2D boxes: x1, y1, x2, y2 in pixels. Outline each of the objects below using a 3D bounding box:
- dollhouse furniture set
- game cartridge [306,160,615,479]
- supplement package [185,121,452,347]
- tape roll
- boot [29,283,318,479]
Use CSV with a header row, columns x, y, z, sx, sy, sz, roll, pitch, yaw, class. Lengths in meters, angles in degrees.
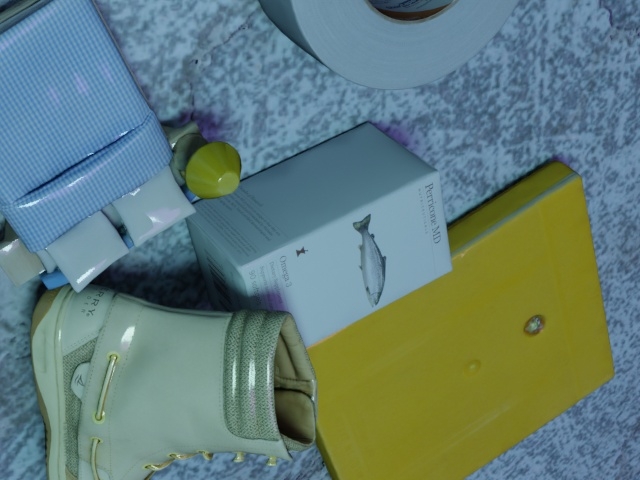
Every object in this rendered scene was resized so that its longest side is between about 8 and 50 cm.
x,y,z,sx,sy,sz,roll,pitch,yaw,class
-0.201,-0.048,0.719,0.303,0.198,0.286,-33,131,-13,dollhouse furniture set
0.133,0.111,1.142,0.324,0.052,0.285,-30,130,-13,game cartridge
0.000,0.000,0.943,0.179,0.105,0.105,-27,128,-18,supplement package
0.056,-0.225,0.868,0.219,0.072,0.219,-16,124,-25,tape roll
-0.103,0.154,0.908,0.204,0.095,0.261,5,119,14,boot
